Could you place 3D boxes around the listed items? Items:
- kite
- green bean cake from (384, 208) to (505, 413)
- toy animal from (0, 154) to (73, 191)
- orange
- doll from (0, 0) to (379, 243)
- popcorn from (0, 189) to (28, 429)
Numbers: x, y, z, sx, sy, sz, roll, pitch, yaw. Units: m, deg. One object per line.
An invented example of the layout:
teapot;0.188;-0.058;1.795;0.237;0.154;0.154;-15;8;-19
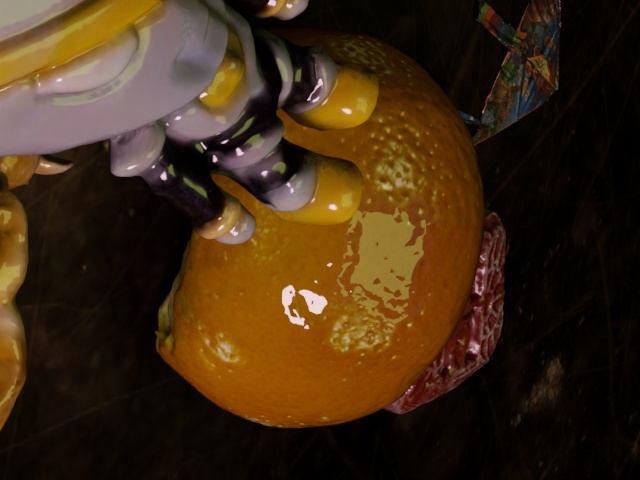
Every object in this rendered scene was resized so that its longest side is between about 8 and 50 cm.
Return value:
kite;0.156;-0.146;1.025;0.160;0.010;0.183;30;81;-54
green bean cake;0.085;0.049;0.982;0.135;0.056;0.135;-26;124;-45
toy animal;-0.154;-0.029;0.605;0.060;0.083;0.081;-23;120;-46
orange;0.004;-0.001;0.764;0.179;0.158;0.237;13;97;-38
doll;-0.098;-0.083;0.514;0.316;0.103;0.146;23;96;-45
popcorn;-0.196;0.037;0.515;0.180;0.180;0.170;-44;170;-32
